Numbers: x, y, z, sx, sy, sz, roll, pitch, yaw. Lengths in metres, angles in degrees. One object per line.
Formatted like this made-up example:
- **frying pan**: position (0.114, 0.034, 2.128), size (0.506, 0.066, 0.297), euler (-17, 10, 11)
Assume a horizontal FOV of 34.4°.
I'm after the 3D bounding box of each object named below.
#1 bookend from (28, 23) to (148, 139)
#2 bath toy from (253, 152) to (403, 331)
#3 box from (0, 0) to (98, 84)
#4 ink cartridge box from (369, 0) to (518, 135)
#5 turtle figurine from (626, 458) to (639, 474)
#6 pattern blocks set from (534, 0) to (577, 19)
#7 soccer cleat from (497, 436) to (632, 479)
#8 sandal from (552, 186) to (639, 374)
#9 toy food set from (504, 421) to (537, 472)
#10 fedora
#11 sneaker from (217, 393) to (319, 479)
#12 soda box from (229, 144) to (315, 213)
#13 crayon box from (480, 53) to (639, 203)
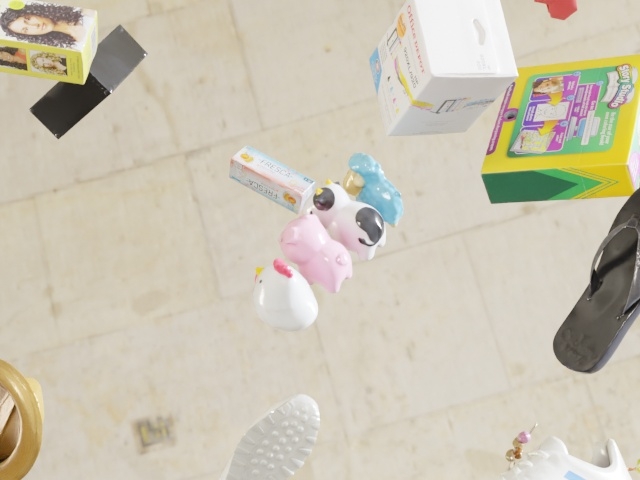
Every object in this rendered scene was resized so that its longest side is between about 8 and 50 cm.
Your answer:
- **bookend**: position (-0.400, -0.274, 1.788), size (0.157, 0.072, 0.156), euler (-32, 20, 33)
- **bath toy**: position (0.000, 0.000, 1.718), size (0.151, 0.348, 0.129), euler (17, -43, 28)
- **box**: position (-0.398, -0.256, 1.274), size (0.232, 0.087, 0.058), euler (7, -41, -3)
- **ink cartridge box**: position (0.214, -0.313, 1.847), size (0.168, 0.171, 0.232), euler (-5, -19, -19)
- **turtle figurine**: position (0.602, 0.400, 1.653), size (0.269, 0.087, 0.217), euler (39, -55, -20)
- **pattern blocks set**: position (0.323, -0.448, 1.318), size (0.285, 0.026, 0.325), euler (-34, -51, 26)
- **soccer cleat**: position (0.279, 0.348, 1.417), size (0.331, 0.143, 0.116), euler (-4, -13, -23)
- **sandal**: position (0.370, 0.048, 1.279), size (0.097, 0.254, 0.054), euler (27, 1, 44)
- **toy food set**: position (0.309, 0.340, 1.650), size (0.122, 0.019, 0.078), euler (-49, -14, -47)
- **fedora**: position (-0.438, 0.240, 1.425), size (0.194, 0.194, 0.079), euler (-23, 0, 28)
- **sneaker**: position (-0.081, 0.286, 1.378), size (0.235, 0.090, 0.095), euler (-54, 10, 18)
- **soda box**: position (-0.104, -0.131, 2.209), size (0.063, 0.183, 0.058), euler (-46, -22, -40)
- **crayon box**: position (0.545, -0.244, 2.255), size (0.313, 0.363, 0.106), euler (-1, -44, 28)
